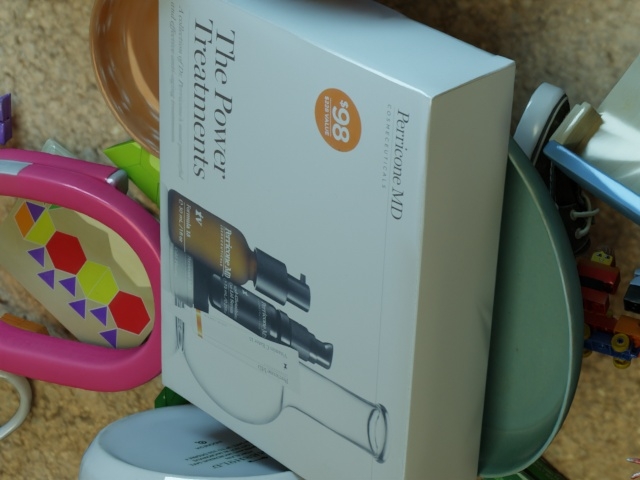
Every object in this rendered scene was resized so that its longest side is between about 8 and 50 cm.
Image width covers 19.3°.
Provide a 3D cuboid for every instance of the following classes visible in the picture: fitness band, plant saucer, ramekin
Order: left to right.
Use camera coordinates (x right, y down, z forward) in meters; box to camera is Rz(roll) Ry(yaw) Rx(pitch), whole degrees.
[{"bbox_3d":[-0.241,0.026,1.659,0.290,0.054,0.209,11,119,24],"label":"fitness band"},{"bbox_3d":[-0.096,-0.152,1.540,0.200,0.037,0.200,11,116,23],"label":"plant saucer"},{"bbox_3d":[-0.083,0.225,1.577,0.272,0.273,0.127,6,102,26],"label":"ramekin"},{"bbox_3d":[0.101,0.024,1.440,0.317,0.043,0.318,35,135,46],"label":"plant saucer"}]

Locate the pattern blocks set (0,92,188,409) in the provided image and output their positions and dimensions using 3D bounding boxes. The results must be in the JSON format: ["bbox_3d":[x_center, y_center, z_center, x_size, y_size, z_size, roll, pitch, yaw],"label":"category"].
[{"bbox_3d":[-0.209,0.013,1.680,0.325,0.026,0.285,50,125,0],"label":"pattern blocks set"}]

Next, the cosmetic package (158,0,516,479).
[{"bbox_3d":[0.000,0.000,1.422,0.284,0.097,0.377,27,128,36],"label":"cosmetic package"}]

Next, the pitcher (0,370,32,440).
[{"bbox_3d":[-0.378,0.192,1.806,0.177,0.125,0.207,18,109,2],"label":"pitcher"}]

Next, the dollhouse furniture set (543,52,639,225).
[{"bbox_3d":[0.362,-0.083,1.307,0.303,0.198,0.286,36,90,40],"label":"dollhouse furniture set"}]

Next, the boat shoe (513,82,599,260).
[{"bbox_3d":[0.177,-0.017,1.437,0.070,0.078,0.219,18,127,21],"label":"boat shoe"}]

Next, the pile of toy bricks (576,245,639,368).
[{"bbox_3d":[0.286,0.046,1.392,0.212,0.105,0.118,16,149,22],"label":"pile of toy bricks"}]

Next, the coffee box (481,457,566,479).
[{"bbox_3d":[0.153,0.265,1.594,0.113,0.040,0.184,40,124,7],"label":"coffee box"}]

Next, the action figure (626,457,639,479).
[{"bbox_3d":[0.313,0.202,1.398,0.139,0.091,0.280,13,139,25],"label":"action figure"}]
